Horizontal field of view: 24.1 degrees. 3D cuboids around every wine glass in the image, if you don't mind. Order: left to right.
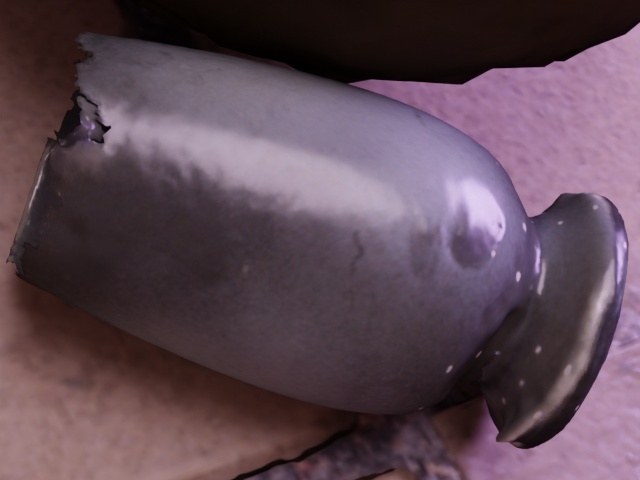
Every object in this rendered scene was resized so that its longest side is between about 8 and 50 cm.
[{"bbox_3d":[0.000,0.000,0.525,0.204,0.111,0.111,19,50,-11],"label":"wine glass"}]

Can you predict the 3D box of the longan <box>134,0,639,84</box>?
[{"bbox_3d":[0.024,-0.251,0.549,0.391,0.391,0.391,10,51,-13],"label":"longan"}]
